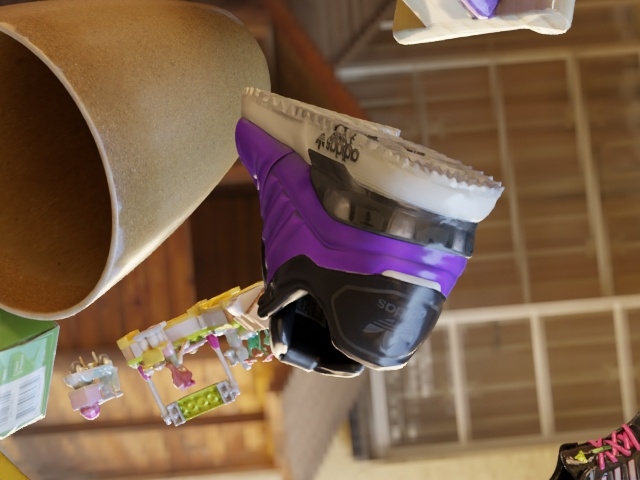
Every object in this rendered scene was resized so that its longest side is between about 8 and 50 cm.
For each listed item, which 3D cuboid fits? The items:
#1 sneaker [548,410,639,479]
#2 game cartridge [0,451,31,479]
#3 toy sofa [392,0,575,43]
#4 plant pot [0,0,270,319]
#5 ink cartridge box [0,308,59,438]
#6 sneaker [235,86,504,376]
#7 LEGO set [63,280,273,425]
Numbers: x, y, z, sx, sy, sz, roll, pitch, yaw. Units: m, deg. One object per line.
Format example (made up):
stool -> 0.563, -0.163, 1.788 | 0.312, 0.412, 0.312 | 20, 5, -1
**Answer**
sneaker -> 0.255, 0.200, 1.588 | 0.170, 0.075, 0.063 | -48, -147, 18
game cartridge -> -0.299, 0.229, 1.279 | 0.324, 0.052, 0.285 | 53, 25, -33
toy sofa -> 0.045, -0.261, 0.940 | 0.362, 0.177, 0.150 | 40, 54, -47
plant pot -> -0.164, -0.096, 1.387 | 0.254, 0.237, 0.237 | -32, 127, -47
ink cartridge box -> -0.302, 0.054, 1.444 | 0.209, 0.062, 0.109 | 42, -43, 28
sneaker -> -0.001, 0.000, 1.035 | 0.293, 0.102, 0.146 | -144, -110, -71
LEGO set -> -0.111, 0.119, 1.753 | 0.132, 0.287, 0.107 | -29, 96, -55
